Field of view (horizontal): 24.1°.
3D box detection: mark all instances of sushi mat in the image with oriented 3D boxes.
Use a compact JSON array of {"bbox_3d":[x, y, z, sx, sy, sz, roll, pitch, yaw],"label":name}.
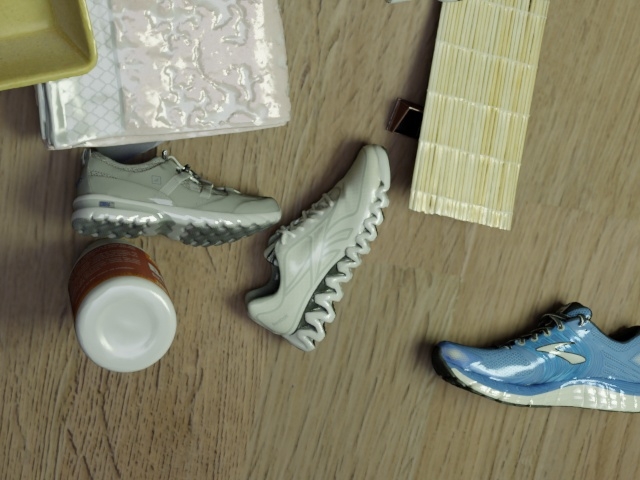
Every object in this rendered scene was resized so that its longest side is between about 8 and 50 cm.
[{"bbox_3d":[0.207,-0.180,1.948,0.151,0.019,0.317,10,89,-17],"label":"sushi mat"}]

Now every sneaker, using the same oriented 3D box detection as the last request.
[{"bbox_3d":[-0.175,-0.062,1.893,0.281,0.105,0.115,6,72,-30],"label":"sneaker"},{"bbox_3d":[0.310,0.155,2.082,0.330,0.130,0.147,4,92,-18],"label":"sneaker"},{"bbox_3d":[0.000,0.000,1.961,0.118,0.110,0.292,25,100,-10],"label":"sneaker"}]

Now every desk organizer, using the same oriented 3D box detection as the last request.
[{"bbox_3d":[0.159,-0.142,1.976,0.130,0.050,0.047,17,102,-17],"label":"desk organizer"}]

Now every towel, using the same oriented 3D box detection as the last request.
[{"bbox_3d":[-0.201,-0.284,1.827,0.316,0.053,0.332,-9,106,-14],"label":"towel"}]

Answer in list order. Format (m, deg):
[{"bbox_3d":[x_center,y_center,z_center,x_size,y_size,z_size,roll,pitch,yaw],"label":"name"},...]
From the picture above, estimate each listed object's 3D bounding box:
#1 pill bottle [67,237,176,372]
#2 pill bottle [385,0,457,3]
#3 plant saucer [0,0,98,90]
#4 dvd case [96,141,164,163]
[{"bbox_3d":[-0.250,0.071,1.859,0.121,0.216,0.121,-4,109,-12],"label":"pill bottle"},{"bbox_3d":[0.198,-0.379,1.856,0.264,0.153,0.153,-13,110,-10],"label":"pill bottle"},{"bbox_3d":[-0.444,-0.327,1.687,0.332,0.081,0.333,-11,113,-2],"label":"plant saucer"},{"bbox_3d":[-0.244,-0.220,1.875,0.164,0.018,0.221,-27,111,-4],"label":"dvd case"}]
